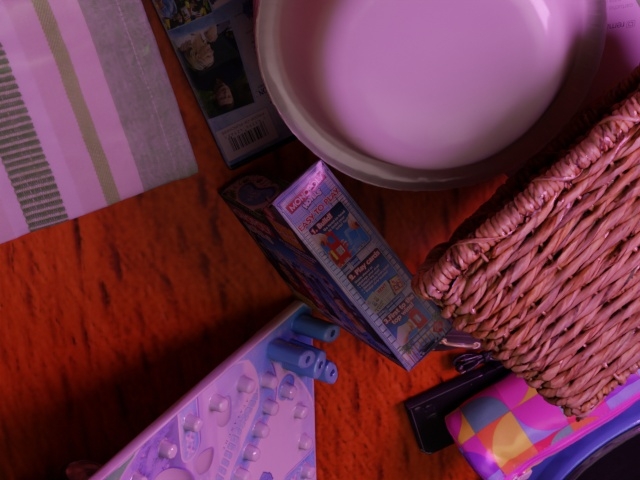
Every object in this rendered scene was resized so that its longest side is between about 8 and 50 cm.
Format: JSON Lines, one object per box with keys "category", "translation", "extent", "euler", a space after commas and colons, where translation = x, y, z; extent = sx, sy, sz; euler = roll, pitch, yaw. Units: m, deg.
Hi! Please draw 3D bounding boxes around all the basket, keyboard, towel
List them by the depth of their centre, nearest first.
{"category": "towel", "translation": [-0.285, -0.103, 1.433], "extent": [0.325, 0.038, 0.248], "euler": [-21, 125, -7]}
{"category": "basket", "translation": [0.222, -0.047, 1.448], "extent": [0.299, 0.213, 0.223], "euler": [-42, 123, 15]}
{"category": "keyboard", "translation": [0.171, 0.142, 1.774], "extent": [0.180, 0.023, 0.108], "euler": [-25, 132, -7]}

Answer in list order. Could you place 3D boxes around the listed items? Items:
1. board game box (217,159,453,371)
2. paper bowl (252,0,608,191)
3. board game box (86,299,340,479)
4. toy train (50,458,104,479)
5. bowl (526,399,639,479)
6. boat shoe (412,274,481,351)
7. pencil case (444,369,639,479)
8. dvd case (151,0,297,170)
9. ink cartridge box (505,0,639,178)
{"category": "board game box", "translation": [0.000, 0.000, 1.523], "extent": [0.060, 0.194, 0.194], "euler": [-43, 127, -12]}
{"category": "paper bowl", "translation": [0.088, -0.171, 1.407], "extent": [0.284, 0.148, 0.284], "euler": [-2, 119, -3]}
{"category": "board game box", "translation": [-0.098, 0.309, 1.608], "extent": [0.390, 0.050, 0.390], "euler": [-40, 139, -46]}
{"category": "toy train", "translation": [-0.238, 0.375, 1.651], "extent": [0.142, 0.190, 0.334], "euler": [5, 118, -24]}
{"category": "bowl", "translation": [0.356, 0.298, 1.896], "extent": [0.391, 0.077, 0.391], "euler": [-11, 125, -16]}
{"category": "boat shoe", "translation": [0.117, 0.075, 1.674], "extent": [0.227, 0.081, 0.069], "euler": [-1, 116, -23]}
{"category": "pencil case", "translation": [0.238, 0.159, 1.737], "extent": [0.236, 0.104, 0.104], "euler": [-36, 126, 3]}
{"category": "dvd case", "translation": [-0.042, -0.198, 1.485], "extent": [0.180, 0.022, 0.253], "euler": [-27, 125, -5]}
{"category": "ink cartridge box", "translation": [0.252, -0.148, 1.585], "extent": [0.154, 0.093, 0.212], "euler": [-9, 124, -16]}
